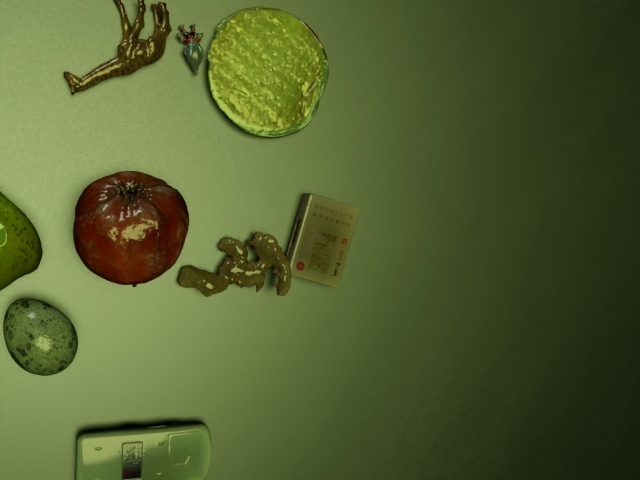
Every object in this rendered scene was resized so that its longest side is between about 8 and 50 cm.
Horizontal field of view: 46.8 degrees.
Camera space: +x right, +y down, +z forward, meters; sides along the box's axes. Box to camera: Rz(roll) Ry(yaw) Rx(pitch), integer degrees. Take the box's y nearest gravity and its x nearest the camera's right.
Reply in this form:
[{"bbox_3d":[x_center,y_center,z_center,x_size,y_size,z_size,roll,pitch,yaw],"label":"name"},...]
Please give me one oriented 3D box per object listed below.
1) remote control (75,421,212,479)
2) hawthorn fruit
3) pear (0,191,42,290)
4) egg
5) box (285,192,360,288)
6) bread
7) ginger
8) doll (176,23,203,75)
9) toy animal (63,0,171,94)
[{"bbox_3d":[-0.388,0.476,1.642,0.296,0.056,0.140,0,95,-23],"label":"remote control"},{"bbox_3d":[-0.391,0.000,1.540,0.241,0.242,0.272,-7,127,-21],"label":"hawthorn fruit"},{"bbox_3d":[-0.683,0.013,1.442,0.292,0.159,0.293,-2,95,-24],"label":"pear"},{"bbox_3d":[-0.573,0.195,1.510,0.132,0.132,0.172,-35,94,-16],"label":"egg"},{"bbox_3d":[0.000,0.000,1.760,0.141,0.058,0.201,15,87,-22],"label":"box"},{"bbox_3d":[-0.124,-0.383,1.692,0.301,0.045,0.302,-1,92,-22],"label":"bread"},{"bbox_3d":[-0.196,0.055,1.685,0.258,0.065,0.150,-1,79,-8],"label":"ginger"},{"bbox_3d":[-0.280,-0.421,1.631,0.057,0.039,0.114,-12,90,-63],"label":"doll"},{"bbox_3d":[-0.420,-0.404,1.571,0.149,0.054,0.276,32,83,-18],"label":"toy animal"}]
